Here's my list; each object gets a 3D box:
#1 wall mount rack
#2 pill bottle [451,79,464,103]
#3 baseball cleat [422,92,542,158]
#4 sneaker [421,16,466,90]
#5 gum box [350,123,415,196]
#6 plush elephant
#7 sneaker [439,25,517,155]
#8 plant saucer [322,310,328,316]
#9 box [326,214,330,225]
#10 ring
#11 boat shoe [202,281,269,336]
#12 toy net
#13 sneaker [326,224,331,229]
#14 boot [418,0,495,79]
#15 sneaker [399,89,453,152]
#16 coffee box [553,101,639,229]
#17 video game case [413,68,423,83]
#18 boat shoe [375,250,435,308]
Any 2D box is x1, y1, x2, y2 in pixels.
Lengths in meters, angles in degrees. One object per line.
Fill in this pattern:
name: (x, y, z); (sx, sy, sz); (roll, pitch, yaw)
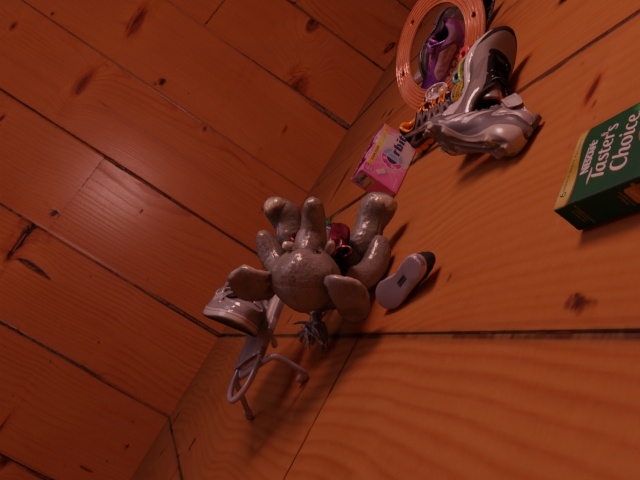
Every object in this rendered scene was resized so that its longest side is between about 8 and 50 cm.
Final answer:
wall mount rack: (-0.110, 0.243, 1.191); (0.304, 0.131, 0.350); (-42, 21, 44)
pill bottle: (0.309, -0.302, 1.095); (0.065, 0.065, 0.116); (-55, 9, 8)
baseball cleat: (0.262, -0.186, 0.854); (0.109, 0.072, 0.206); (-49, 36, -7)
sneaker: (0.336, -0.523, 1.486); (0.095, 0.105, 0.236); (-100, 29, -42)
gum box: (0.166, -0.200, 1.347); (0.062, 0.107, 0.188); (-42, 17, 57)
plush elephant: (-0.012, 0.036, 0.959); (0.255, 0.272, 0.329); (55, -139, -75)
sneaker: (0.309, -0.278, 0.966); (0.108, 0.100, 0.271); (-10, 53, 65)
plant saucer: (0.012, 0.147, 1.245); (0.083, 0.013, 0.083); (-54, 9, 13)
box: (-0.024, -0.019, 1.904); (0.179, 0.043, 0.105); (-52, 11, 18)
ring: (0.311, -0.505, 1.390); (0.337, 0.032, 0.336); (-9, 80, 61)
boat shoe: (-0.170, 0.128, 1.118); (0.320, 0.118, 0.103); (162, 131, -84)
toy net: (0.315, -0.394, 1.292); (0.232, 0.045, 0.122); (-32, 57, 58)
sneaker: (0.000, 0.000, 1.504); (0.130, 0.112, 0.296); (-59, 10, -17)
boot: (0.400, -0.600, 1.556); (0.229, 0.091, 0.262); (30, 105, 67)
sneaker: (0.266, -0.294, 1.233); (0.215, 0.083, 0.084); (-46, 12, 42)
coffee box: (0.301, -0.084, 0.471); (0.113, 0.040, 0.184); (-60, 10, -22)
video game case: (0.418, -0.667, 1.899); (0.206, 0.026, 0.227); (-57, 9, -2)
boat shoe: (0.134, 0.064, 0.830); (0.040, 0.049, 0.142); (-20, -22, -33)
